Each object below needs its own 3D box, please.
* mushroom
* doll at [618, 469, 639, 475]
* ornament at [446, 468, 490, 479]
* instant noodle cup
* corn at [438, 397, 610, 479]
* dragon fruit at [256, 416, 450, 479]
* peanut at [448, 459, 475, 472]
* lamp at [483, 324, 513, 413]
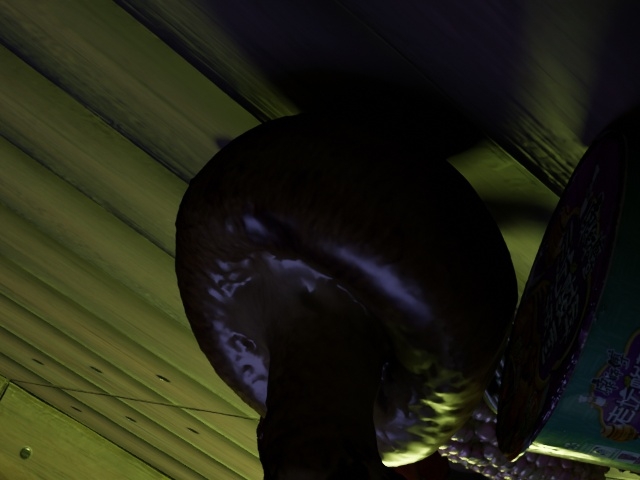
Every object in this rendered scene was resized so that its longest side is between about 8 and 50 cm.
[{"bbox_3d":[-0.002,0.091,1.226,0.334,0.356,0.331,32,163,7],"label":"mushroom"},{"bbox_3d":[0.362,0.242,1.641,0.139,0.057,0.165,28,166,-13],"label":"doll"},{"bbox_3d":[0.204,0.412,1.980,0.239,0.239,0.240,19,155,23],"label":"ornament"},{"bbox_3d":[0.255,0.066,1.043,0.190,0.251,0.251,18,162,-2],"label":"instant noodle cup"},{"bbox_3d":[0.199,0.217,1.688,0.335,0.126,0.127,31,161,-20],"label":"corn"},{"bbox_3d":[0.038,0.250,1.827,0.241,0.241,0.252,-8,110,59],"label":"dragon fruit"},{"bbox_3d":[0.205,0.259,1.861,0.076,0.076,0.152,35,160,-25],"label":"peanut"},{"bbox_3d":[0.210,0.049,1.281,0.203,0.124,0.283,51,159,-9],"label":"lamp"}]
